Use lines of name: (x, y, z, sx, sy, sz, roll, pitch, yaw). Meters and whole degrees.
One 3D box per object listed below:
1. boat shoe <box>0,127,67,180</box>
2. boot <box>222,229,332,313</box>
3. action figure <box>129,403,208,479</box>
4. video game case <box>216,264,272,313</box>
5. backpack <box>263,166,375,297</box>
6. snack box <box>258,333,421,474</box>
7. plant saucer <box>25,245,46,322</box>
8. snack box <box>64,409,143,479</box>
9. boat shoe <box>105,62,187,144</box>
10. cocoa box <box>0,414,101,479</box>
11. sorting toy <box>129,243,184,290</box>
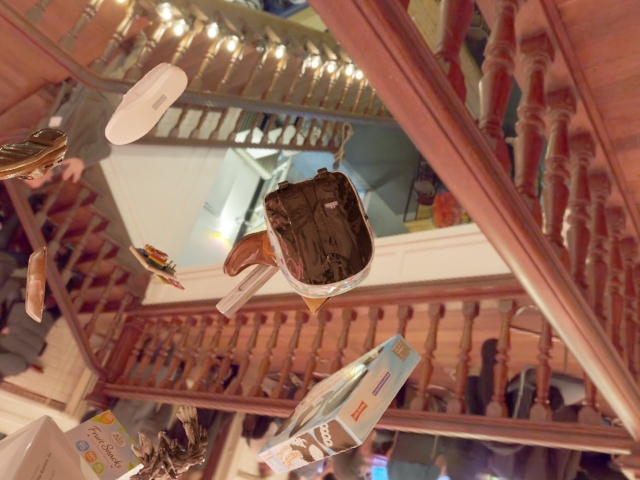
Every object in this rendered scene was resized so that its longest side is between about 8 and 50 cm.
boat shoe: (-0.791, -0.212, 1.478, 0.111, 0.307, 0.104, 17, 118, 5)
boot: (-0.094, 0.086, 1.459, 0.280, 0.264, 0.096, 50, 170, 18)
action figure: (-0.332, 0.458, 1.200, 0.164, 0.140, 0.275, -23, 163, -10)
video game case: (-0.192, 0.118, 1.667, 0.036, 0.300, 0.329, 45, 168, 2)
backpack: (0.000, 0.000, 1.206, 0.225, 0.253, 0.191, -18, 156, -9)
snack box: (0.023, 0.289, 0.929, 0.060, 0.187, 0.322, 46, 140, 3)
plant saucer: (-0.732, 0.111, 1.389, 0.036, 0.198, 0.199, 5, 160, -31)
snack box: (-0.561, 0.536, 1.317, 0.174, 0.207, 0.070, 43, 118, 17)
boat shoe: (-0.327, -0.254, 0.987, 0.063, 0.184, 0.066, 37, 175, 30)
cocoa box: (-0.334, 0.384, 0.509, 0.231, 0.228, 0.347, 61, 173, -15)
sorting toy: (-0.538, 0.066, 1.785, 0.274, 0.046, 0.132, 38, -178, 37)
